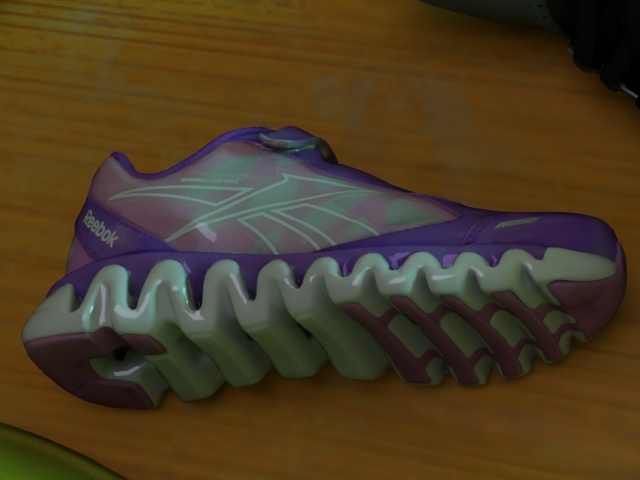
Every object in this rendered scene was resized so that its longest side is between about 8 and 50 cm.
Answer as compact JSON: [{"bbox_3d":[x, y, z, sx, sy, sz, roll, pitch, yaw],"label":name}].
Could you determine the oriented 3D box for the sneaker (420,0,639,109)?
[{"bbox_3d":[0.151,-0.057,0.744,0.295,0.124,0.178,5,61,16],"label":"sneaker"}]

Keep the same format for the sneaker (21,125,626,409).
[{"bbox_3d":[0.000,0.000,0.779,0.236,0.095,0.105,-4,60,15],"label":"sneaker"}]

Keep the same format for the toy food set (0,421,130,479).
[{"bbox_3d":[-0.081,0.139,0.734,0.218,0.128,0.071,26,99,18],"label":"toy food set"}]
